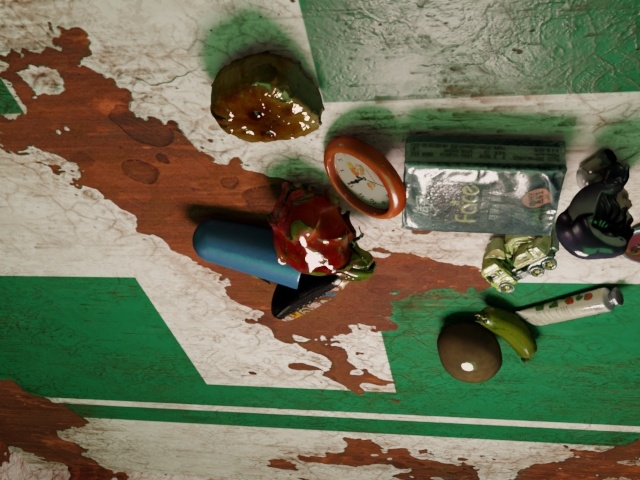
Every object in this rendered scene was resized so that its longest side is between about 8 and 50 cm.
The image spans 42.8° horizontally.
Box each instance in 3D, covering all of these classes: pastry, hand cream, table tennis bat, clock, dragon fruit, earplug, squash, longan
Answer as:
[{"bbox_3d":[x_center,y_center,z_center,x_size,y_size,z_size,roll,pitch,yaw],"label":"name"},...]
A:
[{"bbox_3d":[-0.101,-0.263,1.543,0.219,0.100,0.229,7,147,2],"label":"pastry"},{"bbox_3d":[0.628,0.171,2.063,0.095,0.059,0.276,31,145,-32],"label":"hand cream"},{"bbox_3d":[0.764,-0.008,1.784,0.153,0.040,0.244,23,148,-19],"label":"table tennis bat"},{"bbox_3d":[0.092,-0.129,1.677,0.205,0.051,0.205,36,153,21],"label":"clock"},{"bbox_3d":[0.011,-0.018,1.830,0.269,0.198,0.200,12,103,-13],"label":"dragon fruit"},{"bbox_3d":[-0.172,0.021,1.962,0.273,0.132,0.132,14,146,-1],"label":"earplug"},{"bbox_3d":[0.504,0.239,2.167,0.080,0.071,0.318,-25,137,27],"label":"squash"},{"bbox_3d":[0.393,0.299,2.216,0.185,0.159,0.204,44,163,-26],"label":"longan"}]

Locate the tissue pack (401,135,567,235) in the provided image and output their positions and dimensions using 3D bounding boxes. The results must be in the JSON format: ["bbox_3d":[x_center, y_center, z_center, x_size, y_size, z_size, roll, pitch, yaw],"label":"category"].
[{"bbox_3d":[0.325,-0.110,1.669,0.316,0.103,0.227,3,144,8],"label":"tissue pack"}]

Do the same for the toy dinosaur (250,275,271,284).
[{"bbox_3d":[-0.167,0.082,2.052,0.127,0.039,0.162,10,-171,8],"label":"toy dinosaur"}]

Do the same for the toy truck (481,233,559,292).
[{"bbox_3d":[0.448,0.034,1.870,0.116,0.085,0.191,35,136,-19],"label":"toy truck"}]

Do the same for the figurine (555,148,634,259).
[{"bbox_3d":[0.536,-0.061,1.593,0.146,0.222,0.145,10,145,7],"label":"figurine"}]

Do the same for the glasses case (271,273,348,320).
[{"bbox_3d":[-0.022,0.106,2.048,0.082,0.122,0.321,28,142,-24],"label":"glasses case"}]
